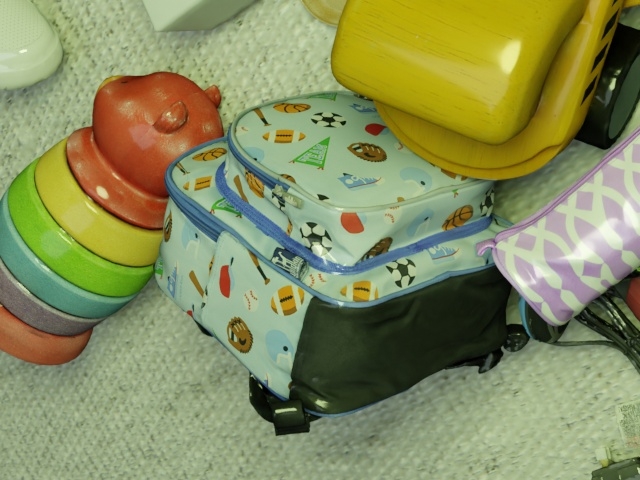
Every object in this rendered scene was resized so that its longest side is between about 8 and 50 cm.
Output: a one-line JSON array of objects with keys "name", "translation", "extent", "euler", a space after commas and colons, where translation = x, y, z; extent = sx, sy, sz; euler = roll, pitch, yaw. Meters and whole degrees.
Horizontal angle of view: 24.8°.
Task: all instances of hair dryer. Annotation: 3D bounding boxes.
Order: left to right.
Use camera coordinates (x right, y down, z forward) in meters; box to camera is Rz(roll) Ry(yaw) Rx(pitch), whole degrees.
[{"name": "hair dryer", "translation": [0.301, 0.097, 1.122], "extent": [0.294, 0.080, 0.223], "euler": [-17, 99, 32]}]

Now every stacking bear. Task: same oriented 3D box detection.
[{"name": "stacking bear", "translation": [-0.199, -0.036, 1.309], "extent": [0.164, 0.175, 0.289], "euler": [47, 116, 8]}]

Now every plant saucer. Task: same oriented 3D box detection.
[{"name": "plant saucer", "translation": [0.018, -0.218, 1.197], "extent": [0.083, 0.015, 0.083], "euler": [11, 113, 26]}]

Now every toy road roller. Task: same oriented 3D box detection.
[{"name": "toy road roller", "translation": [0.135, -0.199, 1.004], "extent": [0.203, 0.240, 0.329], "euler": [24, 118, 19]}]

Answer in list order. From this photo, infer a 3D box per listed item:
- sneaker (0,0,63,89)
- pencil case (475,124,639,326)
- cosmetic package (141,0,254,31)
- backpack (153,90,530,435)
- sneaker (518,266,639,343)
[{"name": "sneaker", "translation": [-0.360, -0.260, 1.304], "extent": [0.293, 0.108, 0.169], "euler": [31, 148, 16]}, {"name": "pencil case", "translation": [0.217, -0.028, 1.042], "extent": [0.206, 0.086, 0.088], "euler": [-42, 106, 13]}, {"name": "cosmetic package", "translation": [-0.054, -0.270, 1.168], "extent": [0.231, 0.085, 0.117], "euler": [-27, 82, 35]}, {"name": "backpack", "translation": [0.000, 0.000, 1.150], "extent": [0.263, 0.277, 0.213], "euler": [24, 114, 39]}, {"name": "sneaker", "translation": [0.221, 0.009, 1.120], "extent": [0.078, 0.067, 0.188], "euler": [46, 111, 26]}]
